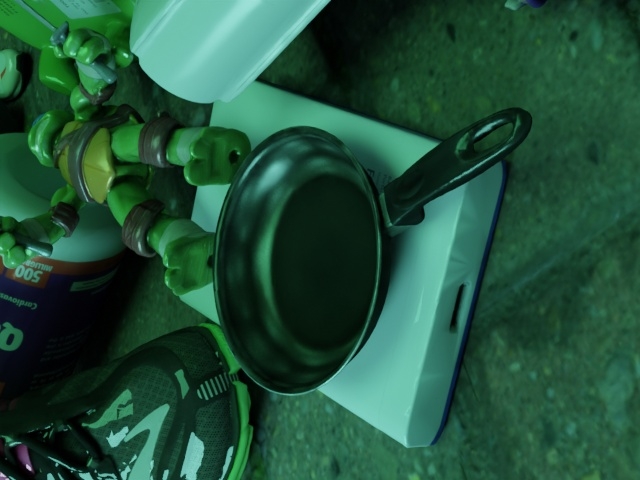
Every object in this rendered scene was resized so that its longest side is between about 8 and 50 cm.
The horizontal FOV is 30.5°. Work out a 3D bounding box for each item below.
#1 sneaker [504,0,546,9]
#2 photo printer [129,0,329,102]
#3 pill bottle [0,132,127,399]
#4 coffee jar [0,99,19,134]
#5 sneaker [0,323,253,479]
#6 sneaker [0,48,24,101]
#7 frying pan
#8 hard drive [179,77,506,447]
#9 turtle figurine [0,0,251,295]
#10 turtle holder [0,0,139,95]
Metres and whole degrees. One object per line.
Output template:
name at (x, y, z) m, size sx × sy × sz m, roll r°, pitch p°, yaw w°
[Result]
sneaker at (0.114, -0.194, 0.758) m, size 0.095 × 0.104 × 0.236 m, roll -59°, pitch 20°, yaw 1°
photo printer at (-0.014, -0.278, 0.856) m, size 0.307 × 0.107 × 0.256 m, roll -40°, pitch 33°, yaw 42°
pill bottle at (-0.322, 0.061, 1.217) m, size 0.181 × 0.181 × 0.323 m, roll 53°, pitch 127°, yaw 39°
coffee jar at (-0.453, -0.102, 1.403) m, size 0.096 × 0.184 × 0.079 m, roll 7°, pitch 134°, yaw 53°
sneaker at (-0.262, 0.216, 1.064) m, size 0.482 × 0.202 × 0.185 m, roll -28°, pitch 72°, yaw 26°
sneaker at (-0.423, -0.201, 1.446) m, size 0.161 × 0.075 × 0.057 m, roll -7°, pitch 82°, yaw 51°
frying pan at (0.019, -0.029, 0.832) m, size 0.326 × 0.053 × 0.197 m, roll -53°, pitch 50°, yaw 32°
hard drive at (0.000, 0.000, 0.927) m, size 0.318 × 0.040 × 0.210 m, roll 26°, pitch 108°, yaw 49°
turtle figurine at (-0.208, -0.066, 0.975) m, size 0.266 × 0.275 × 0.198 m, roll 22°, pitch 72°, yaw 36°
turtle holder at (-0.235, -0.284, 1.114) m, size 0.227 × 0.243 × 0.320 m, roll -61°, pitch 9°, yaw -20°
